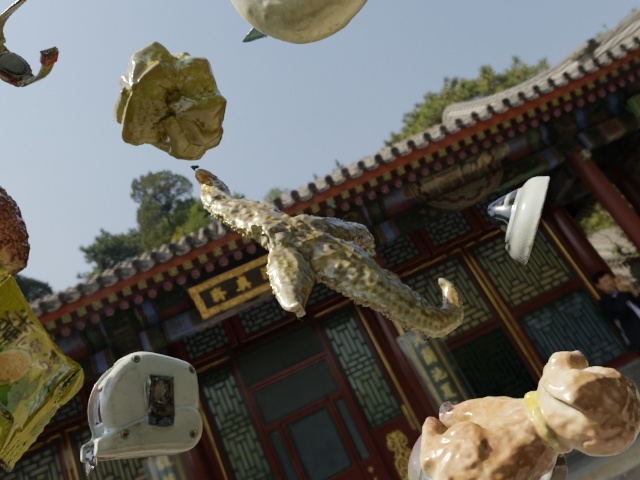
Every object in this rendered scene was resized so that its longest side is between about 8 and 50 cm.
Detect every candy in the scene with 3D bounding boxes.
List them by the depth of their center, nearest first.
[{"bbox_3d":[-0.466,0.189,0.795,0.187,0.081,0.297,-53,-36,-36],"label":"candy"}]

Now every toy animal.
[{"bbox_3d":[0.180,0.181,0.456,0.185,0.104,0.184,-27,2,27],"label":"toy animal"}]

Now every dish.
[{"bbox_3d":[0.300,-0.039,0.849,0.141,0.078,0.141,14,-90,-71],"label":"dish"}]

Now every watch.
[{"bbox_3d":[-0.751,-0.508,1.392,0.268,0.165,0.102,-23,23,32],"label":"watch"}]

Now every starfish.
[{"bbox_3d":[0.000,0.000,0.800,0.324,0.432,0.082,9,-72,-28],"label":"starfish"}]

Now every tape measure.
[{"bbox_3d":[-0.415,0.399,1.285,0.258,0.265,0.130,11,-31,-38],"label":"tape measure"}]

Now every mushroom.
[{"bbox_3d":[-0.072,-0.517,1.000,0.356,0.315,0.315,-21,-24,-8],"label":"mushroom"}]

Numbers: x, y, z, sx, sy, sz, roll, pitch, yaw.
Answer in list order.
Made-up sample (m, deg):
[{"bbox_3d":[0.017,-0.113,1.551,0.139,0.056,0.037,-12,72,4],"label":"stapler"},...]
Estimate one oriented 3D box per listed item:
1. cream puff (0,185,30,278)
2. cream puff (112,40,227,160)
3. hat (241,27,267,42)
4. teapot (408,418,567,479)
[{"bbox_3d":[-0.750,-0.047,1.080,0.351,0.228,0.350,13,-19,5],"label":"cream puff"},{"bbox_3d":[-0.410,-0.350,1.497,0.270,0.274,0.323,-37,-22,-48],"label":"cream puff"},{"bbox_3d":[-0.100,-0.519,1.259,0.191,0.077,0.138,-19,18,-14],"label":"hat"},{"bbox_3d":[0.367,0.495,1.115,0.233,0.312,0.314,11,-84,-24],"label":"teapot"}]
